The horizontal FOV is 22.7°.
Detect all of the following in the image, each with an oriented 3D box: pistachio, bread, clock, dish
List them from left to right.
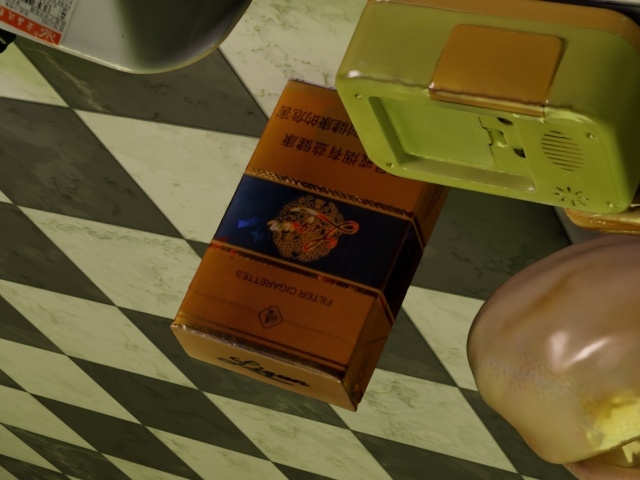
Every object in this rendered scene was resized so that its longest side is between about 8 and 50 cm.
[{"bbox_3d":[-0.162,-0.204,1.124,0.234,0.154,0.064,21,135,7],"label":"dish"},{"bbox_3d":[0.124,-0.099,1.102,0.202,0.096,0.143,13,153,25],"label":"clock"},{"bbox_3d":[0.228,-0.039,1.145,0.110,0.083,0.044,9,145,28],"label":"bread"},{"bbox_3d":[0.253,0.083,1.226,0.308,0.230,0.230,-21,133,39],"label":"pistachio"}]

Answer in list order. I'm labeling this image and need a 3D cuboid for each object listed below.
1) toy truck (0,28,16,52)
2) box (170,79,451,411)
[{"bbox_3d":[-0.358,-0.180,1.382,0.113,0.126,0.208,38,156,-30],"label":"toy truck"},{"bbox_3d":[0.000,0.000,1.268,0.152,0.237,0.070,16,160,20],"label":"box"}]
